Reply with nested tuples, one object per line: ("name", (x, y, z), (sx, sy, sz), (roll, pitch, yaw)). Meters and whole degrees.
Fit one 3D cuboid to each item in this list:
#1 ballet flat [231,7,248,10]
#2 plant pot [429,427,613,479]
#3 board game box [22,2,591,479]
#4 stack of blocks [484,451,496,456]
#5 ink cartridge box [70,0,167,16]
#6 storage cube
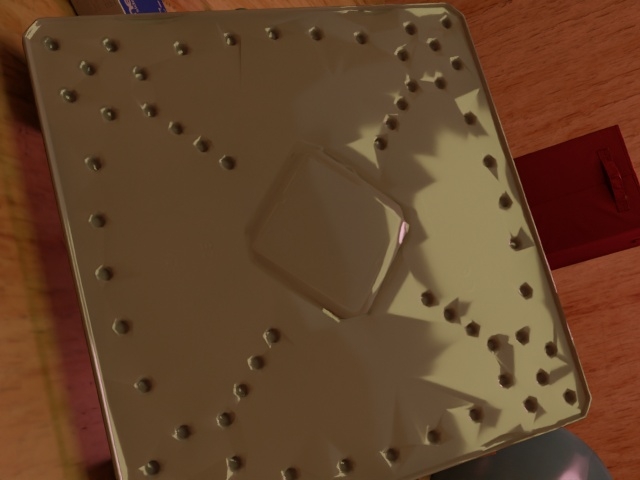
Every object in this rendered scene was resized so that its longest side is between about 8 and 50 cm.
("ballet flat", (-0.072, -0.236, 1.107), (0.221, 0.077, 0.079), (43, 50, -51))
("plant pot", (0.271, 0.434, 1.123), (0.235, 0.293, 0.293), (-26, 98, -61))
("board game box", (0.000, 0.000, 0.619), (0.050, 0.390, 0.389), (-37, -113, 62))
("stack of blocks", (0.175, 0.206, 0.997), (0.087, 0.297, 0.171), (-94, 157, -44))
("ink cartridge box", (-0.207, -0.264, 0.705), (0.097, 0.046, 0.207), (-72, 141, -63))
("storage cube", (0.448, -0.063, 1.345), (0.215, 0.193, 0.183), (29, 45, -70))
